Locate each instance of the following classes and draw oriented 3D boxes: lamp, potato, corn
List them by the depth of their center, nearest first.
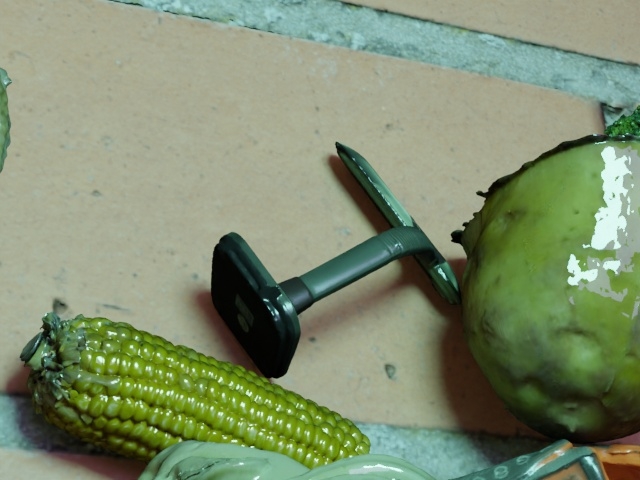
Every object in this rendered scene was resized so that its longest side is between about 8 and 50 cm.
[{"bbox_3d":[-0.098,0.148,1.328,0.318,0.115,0.115,21,52,-15],"label":"corn"},{"bbox_3d":[0.265,0.070,1.480,0.289,0.301,0.237,-1,67,-15],"label":"potato"},{"bbox_3d":[0.004,-0.005,1.482,0.283,0.124,0.203,-20,61,-39],"label":"lamp"}]

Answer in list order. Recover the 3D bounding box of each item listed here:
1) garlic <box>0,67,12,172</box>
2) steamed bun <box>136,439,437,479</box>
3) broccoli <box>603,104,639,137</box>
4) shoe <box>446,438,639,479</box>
[{"bbox_3d":[-0.363,-0.028,1.228,0.237,0.292,0.210,59,17,-18],"label":"garlic"},{"bbox_3d":[-0.008,0.318,1.115,0.394,0.346,0.237,28,53,15],"label":"steamed bun"},{"bbox_3d":[0.406,-0.101,1.736,0.195,0.195,0.156,20,90,-16],"label":"broccoli"},{"bbox_3d":[0.178,0.242,1.372,0.336,0.171,0.132,-7,63,-32],"label":"shoe"}]
